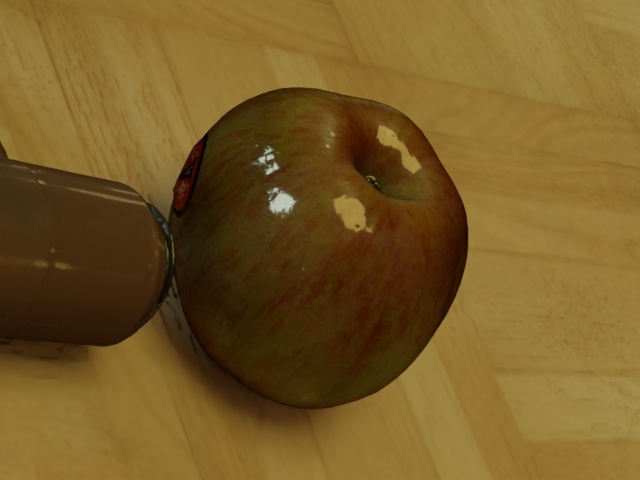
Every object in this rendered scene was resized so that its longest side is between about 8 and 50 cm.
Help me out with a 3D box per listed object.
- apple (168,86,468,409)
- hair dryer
[{"bbox_3d":[0.002,0.002,0.779,0.126,0.102,0.126,30,40,-29],"label":"apple"},{"bbox_3d":[-0.131,-0.044,0.709,0.117,0.064,0.181,9,47,-47],"label":"hair dryer"}]
